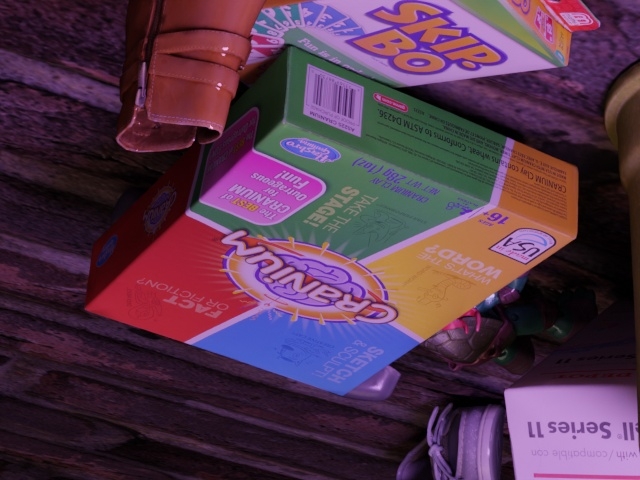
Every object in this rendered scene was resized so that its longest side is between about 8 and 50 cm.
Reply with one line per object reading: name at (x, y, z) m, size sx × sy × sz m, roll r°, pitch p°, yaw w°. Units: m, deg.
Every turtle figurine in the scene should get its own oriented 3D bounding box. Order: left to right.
turtle figurine at (0.127, 0.055, 1.503) m, size 0.175 × 0.118 × 0.234 m, roll -10°, pitch 157°, yaw 43°

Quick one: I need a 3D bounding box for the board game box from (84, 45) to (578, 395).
board game box at (0.000, 0.000, 1.293) m, size 0.242 × 0.064 × 0.316 m, roll 20°, pitch 145°, yaw -23°

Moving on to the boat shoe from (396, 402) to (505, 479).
boat shoe at (0.152, 0.256, 2.012) m, size 0.103 × 0.118 × 0.320 m, roll 6°, pitch 166°, yaw -1°

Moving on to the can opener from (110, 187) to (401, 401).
can opener at (-0.056, 0.051, 1.505) m, size 0.283 × 0.095 × 0.076 m, roll 24°, pitch 175°, yaw 1°

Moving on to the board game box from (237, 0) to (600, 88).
board game box at (0.041, -0.141, 1.136) m, size 0.259 × 0.039 × 0.124 m, roll -7°, pitch 154°, yaw 32°

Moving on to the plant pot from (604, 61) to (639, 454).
plant pot at (0.313, 0.035, 1.154) m, size 0.276 × 0.254 × 0.276 m, roll 9°, pitch 159°, yaw 4°

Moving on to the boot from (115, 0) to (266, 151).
boot at (-0.051, -0.135, 1.018) m, size 0.073 × 0.152 × 0.197 m, roll 22°, pitch 156°, yaw -28°

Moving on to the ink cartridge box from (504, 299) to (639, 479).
ink cartridge box at (0.281, 0.141, 1.385) m, size 0.207 × 0.119 × 0.353 m, roll -3°, pitch -169°, yaw 28°
